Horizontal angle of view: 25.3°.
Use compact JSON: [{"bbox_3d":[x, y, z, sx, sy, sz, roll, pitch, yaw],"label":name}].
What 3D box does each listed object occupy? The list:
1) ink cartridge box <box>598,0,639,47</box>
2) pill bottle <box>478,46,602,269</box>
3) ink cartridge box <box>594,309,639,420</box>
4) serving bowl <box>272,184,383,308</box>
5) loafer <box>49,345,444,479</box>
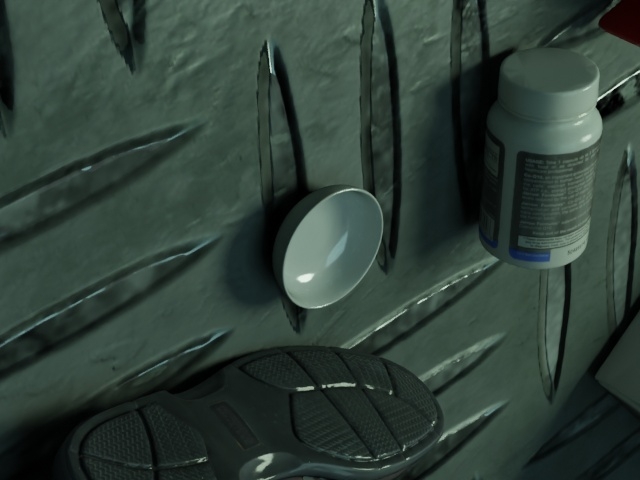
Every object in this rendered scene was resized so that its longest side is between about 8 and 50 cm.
[{"bbox_3d":[0.303,-0.220,0.968,0.231,0.134,0.078,-45,141,-14],"label":"ink cartridge box"},{"bbox_3d":[0.150,-0.056,0.970,0.078,0.078,0.137,-26,133,-32],"label":"pill bottle"},{"bbox_3d":[0.460,0.048,1.290,0.395,0.166,0.285,-55,141,-3],"label":"ink cartridge box"},{"bbox_3d":[0.000,0.000,0.894,0.083,0.027,0.083,-26,133,-32],"label":"serving bowl"},{"bbox_3d":[-0.050,0.140,0.896,0.303,0.109,0.095,-7,141,-45],"label":"loafer"}]
